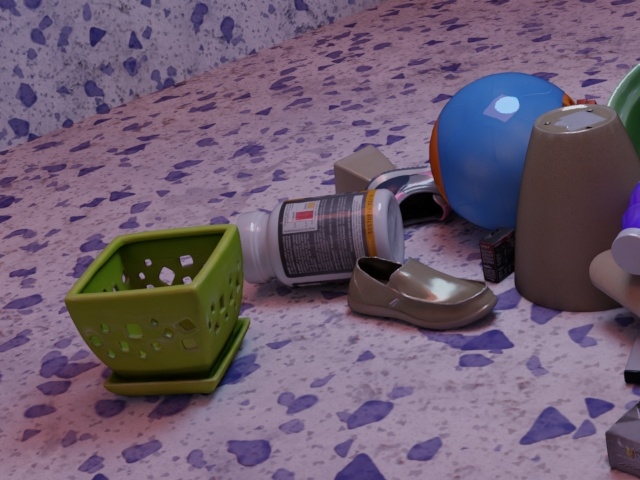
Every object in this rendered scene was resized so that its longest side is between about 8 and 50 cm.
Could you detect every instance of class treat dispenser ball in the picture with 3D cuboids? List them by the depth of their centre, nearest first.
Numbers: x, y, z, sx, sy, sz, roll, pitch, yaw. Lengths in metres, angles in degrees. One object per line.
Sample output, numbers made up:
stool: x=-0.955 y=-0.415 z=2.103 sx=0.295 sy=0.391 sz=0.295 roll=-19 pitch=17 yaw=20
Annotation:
treat dispenser ball: x=0.339 y=-0.157 z=1.961 sx=0.288 sy=0.288 sz=0.288 roll=-11 pitch=24 yaw=5

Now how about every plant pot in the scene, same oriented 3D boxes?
plant pot: x=-0.241 y=0.119 z=1.739 sx=0.227 sy=0.207 sz=0.228 roll=-5 pitch=24 yaw=17
plant pot: x=0.422 y=-0.068 z=1.740 sx=0.256 sy=0.274 sz=0.256 roll=-10 pitch=23 yaw=4
plant pot: x=0.102 y=-0.116 z=2.233 sx=0.109 sy=0.109 sz=0.096 roll=-29 pitch=41 yaw=-33

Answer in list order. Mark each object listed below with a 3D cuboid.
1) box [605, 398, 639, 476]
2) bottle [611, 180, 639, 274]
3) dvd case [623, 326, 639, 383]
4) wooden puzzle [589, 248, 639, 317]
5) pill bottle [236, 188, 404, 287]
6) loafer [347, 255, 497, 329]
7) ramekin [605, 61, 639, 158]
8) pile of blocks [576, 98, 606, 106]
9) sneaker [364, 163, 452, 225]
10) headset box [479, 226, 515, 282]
box: x=0.487 y=0.235 z=1.297 sx=0.183 sy=0.056 sz=0.231 roll=-29 pitch=28 yaw=-34
bottle: x=0.515 y=-0.050 z=1.603 sx=0.118 sy=0.092 sz=0.283 roll=27 pitch=45 yaw=26
dvd case: x=0.543 y=0.131 z=1.544 sx=0.180 sy=0.022 sz=0.253 roll=0 pitch=26 yaw=27
wooden puzzle: x=0.612 y=0.062 z=1.549 sx=0.348 sy=0.080 sz=0.322 roll=-20 pitch=28 yaw=-14
pill bottle: x=0.000 y=0.000 z=1.942 sx=0.278 sy=0.162 sz=0.162 roll=-5 pitch=25 yaw=16
loafer: x=0.155 y=0.078 z=1.772 sx=0.268 sy=0.092 sz=0.102 roll=3 pitch=28 yaw=31
ramekin: x=0.661 y=-0.189 z=1.905 sx=0.303 sy=0.148 sz=0.303 roll=-18 pitch=51 yaw=24
pile of blocks: x=0.576 y=-0.218 z=2.201 sx=0.149 sy=0.112 sz=0.362 roll=-8 pitch=24 yaw=11
sneaker: x=0.254 y=-0.094 z=2.126 sx=0.319 sy=0.112 sz=0.131 roll=-19 pitch=41 yaw=-8
headset box: x=0.300 y=0.020 z=1.840 sx=0.032 sy=0.083 sz=0.062 roll=12 pitch=34 yaw=43
